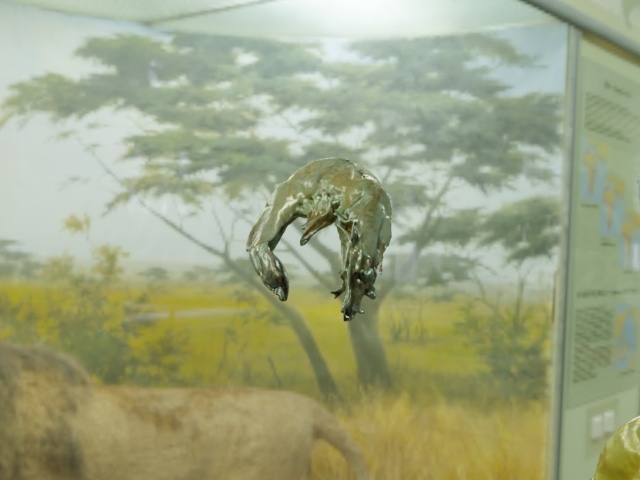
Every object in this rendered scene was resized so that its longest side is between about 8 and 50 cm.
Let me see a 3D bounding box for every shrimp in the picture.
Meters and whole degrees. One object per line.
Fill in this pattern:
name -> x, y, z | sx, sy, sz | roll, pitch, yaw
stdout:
shrimp -> 0.000, 0.000, 1.404 | 0.246, 0.360, 0.085 | -24, -48, 10

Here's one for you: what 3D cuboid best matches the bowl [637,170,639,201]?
bowl -> 0.530, -0.056, 1.302 | 0.189, 0.189, 0.086 | 3, 23, 41

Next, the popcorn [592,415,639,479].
popcorn -> 0.395, 0.282, 0.758 | 0.297, 0.316, 0.281 | -15, -47, 13

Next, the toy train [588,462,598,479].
toy train -> 0.416, 0.367, 1.072 | 0.194, 0.298, 0.120 | -35, 18, -24
